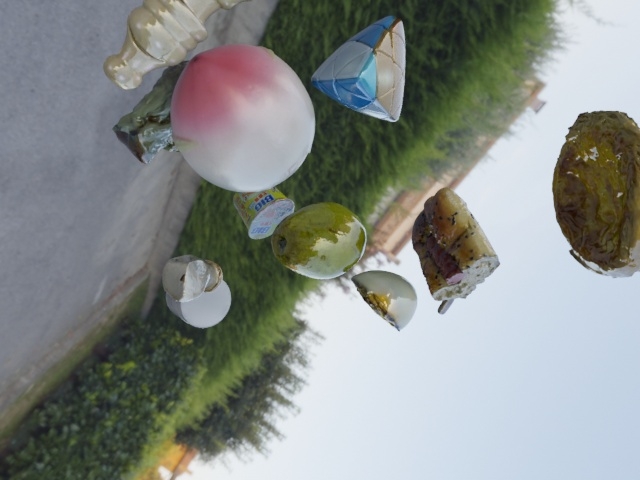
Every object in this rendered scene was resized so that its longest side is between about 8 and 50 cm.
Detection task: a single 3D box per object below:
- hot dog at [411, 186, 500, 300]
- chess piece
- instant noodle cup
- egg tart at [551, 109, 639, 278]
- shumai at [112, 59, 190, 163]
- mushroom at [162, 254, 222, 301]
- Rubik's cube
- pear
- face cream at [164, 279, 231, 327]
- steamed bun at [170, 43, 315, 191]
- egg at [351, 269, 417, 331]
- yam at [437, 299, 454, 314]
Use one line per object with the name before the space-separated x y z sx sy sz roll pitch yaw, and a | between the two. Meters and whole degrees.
hot dog | 0.476 0.002 1.901 0.367 0.195 0.366 114 -31 -55
chess piece | -0.231 -0.367 0.832 0.307 0.124 0.139 -45 -162 4
instant noodle cup | -0.215 -0.128 1.861 0.204 0.153 0.205 -30 155 -16
egg tart | 0.572 -0.091 0.974 0.341 0.128 0.342 -7 90 -88
shumai | -0.385 -0.326 1.282 0.203 0.222 0.272 -25 146 -61
mushroom | -0.304 0.082 1.191 0.096 0.108 0.247 -64 178 1
Rubik's cube | 0.098 -0.377 1.227 0.255 0.254 0.254 -53 -175 6
pear | 0.000 0.000 1.650 0.252 0.306 0.253 3 -87 56
face cream | -0.408 0.188 1.679 0.152 0.177 0.177 10 -121 53
steamed bun | -0.169 -0.261 1.003 0.309 0.309 0.309 -53 -175 6
egg | 0.255 0.195 1.913 0.174 0.286 0.264 -47 -147 1
yam | 0.559 0.245 2.176 0.046 0.046 0.264 -57 167 -34
